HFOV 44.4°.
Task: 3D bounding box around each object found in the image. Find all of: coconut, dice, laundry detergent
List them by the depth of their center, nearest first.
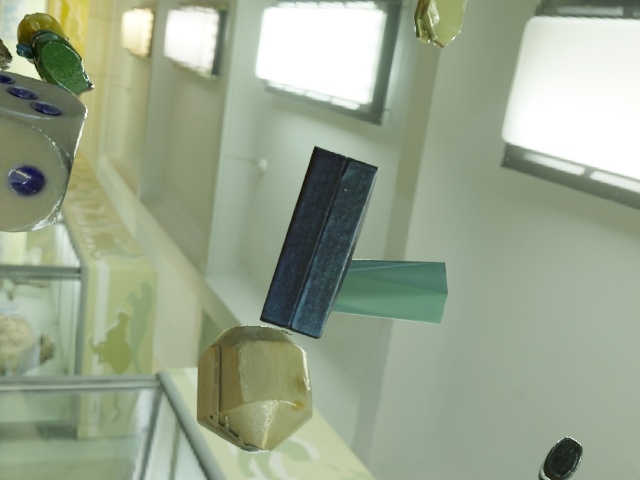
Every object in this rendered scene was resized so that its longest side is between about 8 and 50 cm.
[{"bbox_3d":[-0.611,-0.180,1.539,0.259,0.251,0.243,-117,-136,-63],"label":"dice"},{"bbox_3d":[0.488,0.459,1.605,0.096,0.061,0.206,-58,159,-13],"label":"laundry detergent"},{"bbox_3d":[-0.167,0.379,1.952,0.323,0.323,0.322,-177,-90,-66],"label":"coconut"}]

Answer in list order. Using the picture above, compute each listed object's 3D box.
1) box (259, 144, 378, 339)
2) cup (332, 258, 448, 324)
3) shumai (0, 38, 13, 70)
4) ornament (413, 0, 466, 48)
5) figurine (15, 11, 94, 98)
[{"bbox_3d":[0.000,0.000,1.294,0.261,0.116,0.278,-87,-163,-86],"label":"box"},{"bbox_3d":[0.136,0.105,1.645,0.148,0.236,0.134,159,-67,-79],"label":"cup"},{"bbox_3d":[-0.791,-0.466,1.761,0.206,0.166,0.175,14,-66,28],"label":"shumai"},{"bbox_3d":[0.222,-0.458,1.369,0.059,0.180,0.201,24,-34,36],"label":"ornament"},{"bbox_3d":[-0.627,-0.436,1.841,0.127,0.185,0.234,-46,-138,-10],"label":"figurine"}]
